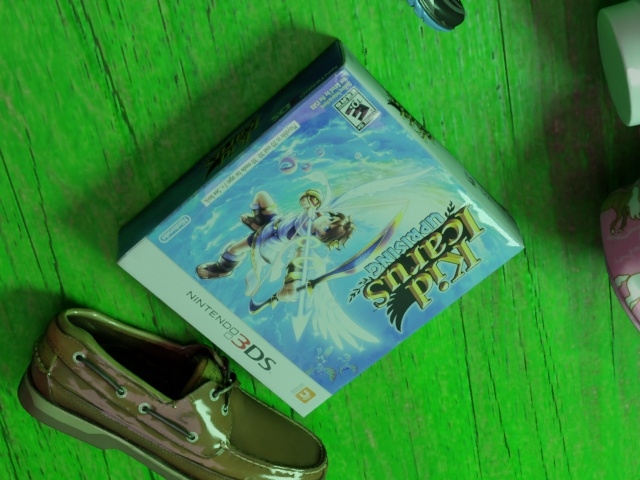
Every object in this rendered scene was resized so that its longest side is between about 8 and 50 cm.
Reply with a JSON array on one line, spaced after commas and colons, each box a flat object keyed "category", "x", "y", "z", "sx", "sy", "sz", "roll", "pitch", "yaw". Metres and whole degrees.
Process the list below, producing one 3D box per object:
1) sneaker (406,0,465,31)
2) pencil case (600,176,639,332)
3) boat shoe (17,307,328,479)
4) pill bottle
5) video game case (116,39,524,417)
[{"category": "sneaker", "x": 0.088, "y": -0.249, "z": 1.033, "sx": 0.078, "sy": 0.067, "sz": 0.188, "roll": -10, "pitch": 118, "yaw": 9}, {"category": "pencil case", "x": 0.420, "y": -0.038, "z": 1.068, "sx": 0.386, "sy": 0.160, "sz": 0.167, "roll": -28, "pitch": 155, "yaw": 36}, {"category": "boat shoe", "x": -0.120, "y": 0.156, "z": 1.230, "sx": 0.307, "sy": 0.110, "sz": 0.104, "roll": 21, "pitch": 118, "yaw": -16}, {"category": "pill bottle", "x": 0.338, "y": -0.166, "z": 1.073, "sx": 0.209, "sy": 0.119, "sz": 0.119, "roll": -14, "pitch": 121, "yaw": 4}, {"category": "video game case", "x": 0.000, "y": 0.000, "z": 1.178, "sx": 0.269, "sy": 0.061, "sz": 0.244, "roll": -39, "pitch": 117, "yaw": 17}]
